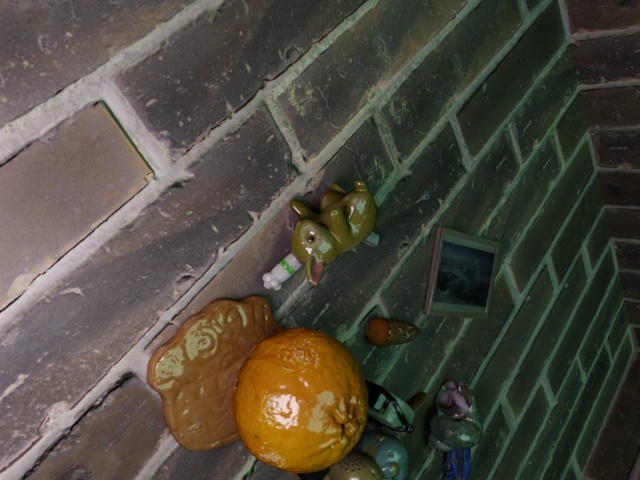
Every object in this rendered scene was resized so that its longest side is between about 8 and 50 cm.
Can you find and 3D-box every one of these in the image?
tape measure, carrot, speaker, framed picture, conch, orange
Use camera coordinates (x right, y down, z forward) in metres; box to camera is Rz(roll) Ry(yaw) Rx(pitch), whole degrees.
[{"bbox_3d":[0.174,0.515,1.730,0.115,0.207,0.235,-56,132,-19],"label":"tape measure"},{"bbox_3d":[0.258,0.299,1.866,0.263,0.102,0.101,10,89,-51],"label":"carrot"},{"bbox_3d":[-0.051,0.620,1.634,0.082,0.044,0.218,-46,125,-30],"label":"speaker"},{"bbox_3d":[0.553,0.138,2.163,0.446,0.028,0.325,10,89,-45],"label":"framed picture"},{"bbox_3d":[0.299,0.597,1.976,0.248,0.043,0.043,-27,114,-41],"label":"carrot"},{"bbox_3d":[0.495,0.671,2.091,0.277,0.220,0.195,-55,159,6],"label":"conch"},{"bbox_3d":[-0.038,0.384,1.354,0.341,0.293,0.340,-16,111,-46],"label":"orange"}]

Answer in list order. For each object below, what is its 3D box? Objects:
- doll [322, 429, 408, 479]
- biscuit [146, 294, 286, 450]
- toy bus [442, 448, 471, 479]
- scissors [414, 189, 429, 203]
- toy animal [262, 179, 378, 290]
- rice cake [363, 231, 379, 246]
[{"bbox_3d":[0.140,0.704,1.741,0.261,0.177,0.161,-22,118,-41],"label":"doll"},{"bbox_3d":[-0.224,0.327,1.411,0.385,0.062,0.365,-35,118,-36],"label":"biscuit"},{"bbox_3d":[0.536,0.826,2.201,0.079,0.094,0.236,-9,102,-43],"label":"toy bus"},{"bbox_3d":[0.346,-0.143,1.935,0.083,0.006,0.036,-35,121,-36],"label":"scissors"},{"bbox_3d":[-0.002,-0.019,1.486,0.363,0.181,0.180,-36,116,-30],"label":"toy animal"},{"bbox_3d":[0.106,-0.029,1.699,0.211,0.034,0.043,26,69,-43],"label":"rice cake"}]
